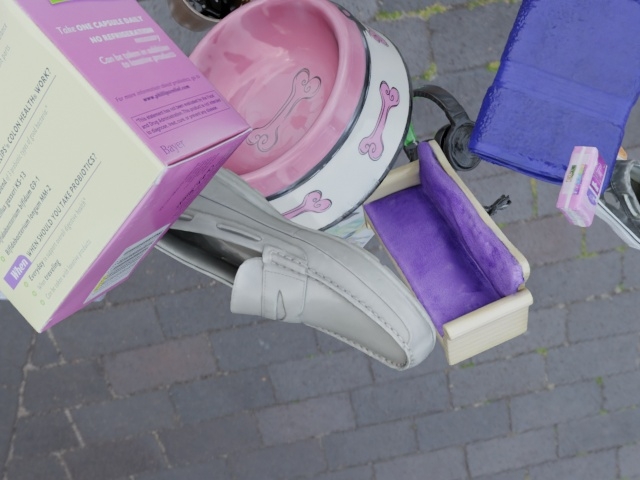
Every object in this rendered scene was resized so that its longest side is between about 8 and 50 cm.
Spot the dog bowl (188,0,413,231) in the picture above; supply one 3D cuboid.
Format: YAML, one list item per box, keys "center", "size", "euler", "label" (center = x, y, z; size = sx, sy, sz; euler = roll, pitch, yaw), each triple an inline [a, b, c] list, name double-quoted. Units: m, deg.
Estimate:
- center: [-0.069, -0.210, 1.132]
  size: [0.408, 0.408, 0.150]
  euler: [-36, 144, 14]
  label: "dog bowl"

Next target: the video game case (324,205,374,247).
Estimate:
- center: [0.000, 0.000, 1.586]
  size: [0.300, 0.036, 0.329]
  euler: [-7, 146, -42]
  label: "video game case"

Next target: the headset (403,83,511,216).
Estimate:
- center: [0.355, -0.233, 1.896]
  size: [0.185, 0.243, 0.394]
  euler: [-27, 87, -27]
  label: "headset"

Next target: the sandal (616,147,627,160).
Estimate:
- center: [0.463, -0.238, 1.260]
  size: [0.265, 0.102, 0.076]
  euler: [31, 122, -18]
  label: "sandal"

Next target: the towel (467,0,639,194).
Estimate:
- center: [0.387, -0.247, 1.135]
  size: [0.227, 0.076, 0.308]
  euler: [20, 92, 2]
  label: "towel"

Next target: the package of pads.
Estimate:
- center: [0.305, -0.063, 0.833]
  size: [0.050, 0.032, 0.083]
  euler: [36, 70, -45]
  label: "package of pads"

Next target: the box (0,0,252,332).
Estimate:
- center: [-0.218, -0.093, 0.563]
  size: [0.243, 0.117, 0.213]
  euler: [47, 123, 1]
  label: "box"

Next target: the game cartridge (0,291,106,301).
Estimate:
- center: [-0.434, -0.045, 1.214]
  size: [0.198, 0.062, 0.297]
  euler: [2, 79, -4]
  label: "game cartridge"

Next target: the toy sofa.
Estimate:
- center: [0.199, 0.008, 1.210]
  size: [0.150, 0.363, 0.177]
  euler: [-23, 141, -6]
  label: "toy sofa"

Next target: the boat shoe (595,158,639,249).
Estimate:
- center: [0.577, -0.051, 1.242]
  size: [0.335, 0.119, 0.121]
  euler: [18, 85, -33]
  label: "boat shoe"

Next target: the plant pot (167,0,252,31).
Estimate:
- center: [-0.241, -0.517, 1.486]
  size: [0.167, 0.165, 0.167]
  euler: [0, 91, -25]
  label: "plant pot"

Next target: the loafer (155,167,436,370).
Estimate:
- center: [-0.042, 0.035, 0.687]
  size: [0.319, 0.111, 0.112]
  euler: [30, 146, 20]
  label: "loafer"
